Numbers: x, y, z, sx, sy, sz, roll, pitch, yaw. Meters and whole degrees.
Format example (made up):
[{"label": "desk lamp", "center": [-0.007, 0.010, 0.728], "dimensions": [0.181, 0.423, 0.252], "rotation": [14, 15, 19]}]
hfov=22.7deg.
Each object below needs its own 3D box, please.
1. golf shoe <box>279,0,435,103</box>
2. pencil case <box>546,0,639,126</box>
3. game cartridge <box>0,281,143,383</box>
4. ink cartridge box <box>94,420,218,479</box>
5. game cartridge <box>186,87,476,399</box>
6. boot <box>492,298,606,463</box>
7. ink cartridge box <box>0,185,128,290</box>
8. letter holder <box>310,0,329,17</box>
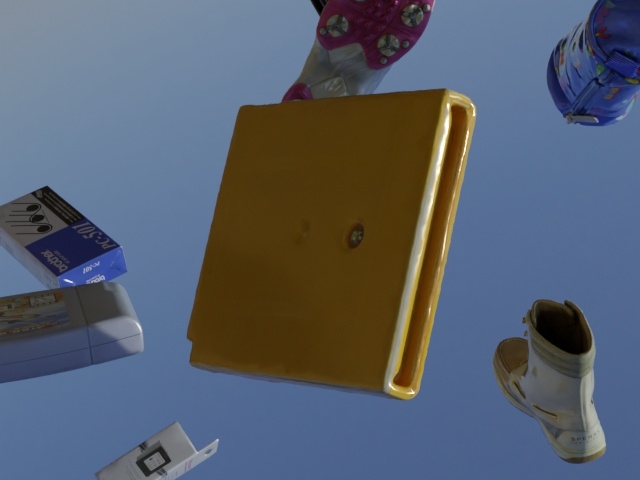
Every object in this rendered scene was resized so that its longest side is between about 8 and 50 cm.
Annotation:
[{"label": "golf shoe", "center": [0.039, -0.231, 1.910], "dimensions": [0.306, 0.115, 0.140], "rotation": [-55, -173, 21]}, {"label": "pencil case", "center": [0.338, -0.210, 1.836], "dimensions": [0.133, 0.119, 0.306], "rotation": [-63, 179, -6]}, {"label": "game cartridge", "center": [-0.358, 0.111, 1.827], "dimensions": [0.297, 0.062, 0.198], "rotation": [-9, -170, -12]}, {"label": "ink cartridge box", "center": [-0.242, 0.329, 2.355], "dimensions": [0.180, 0.060, 0.104], "rotation": [-32, 168, -16]}, {"label": "game cartridge", "center": [0.000, 0.000, 1.545], "dimensions": [0.323, 0.052, 0.285], "rotation": [2, -103, 52]}, {"label": "boot", "center": [0.253, 0.129, 1.795], "dimensions": [0.077, 0.165, 0.213], "rotation": [-19, -146, -11]}, {"label": "ink cartridge box", "center": [-0.348, 0.002, 2.092], "dimensions": [0.097, 0.046, 0.207], "rotation": [-27, -141, -25]}, {"label": "letter holder", "center": [0.003, -0.478, 2.441], "dimensions": [0.214, 0.302, 0.152], "rotation": [-20, 176, -34]}]
